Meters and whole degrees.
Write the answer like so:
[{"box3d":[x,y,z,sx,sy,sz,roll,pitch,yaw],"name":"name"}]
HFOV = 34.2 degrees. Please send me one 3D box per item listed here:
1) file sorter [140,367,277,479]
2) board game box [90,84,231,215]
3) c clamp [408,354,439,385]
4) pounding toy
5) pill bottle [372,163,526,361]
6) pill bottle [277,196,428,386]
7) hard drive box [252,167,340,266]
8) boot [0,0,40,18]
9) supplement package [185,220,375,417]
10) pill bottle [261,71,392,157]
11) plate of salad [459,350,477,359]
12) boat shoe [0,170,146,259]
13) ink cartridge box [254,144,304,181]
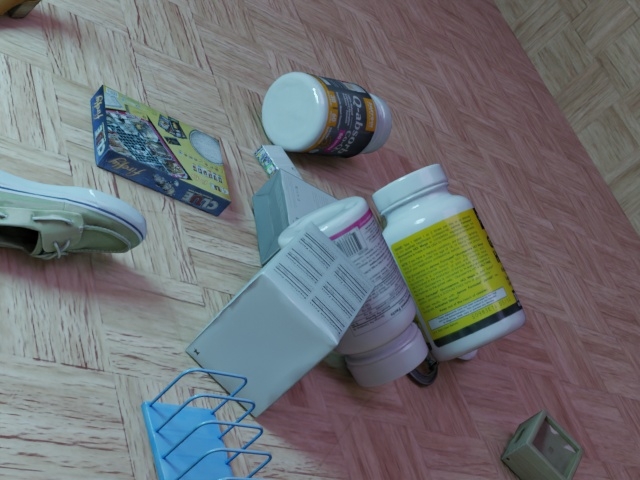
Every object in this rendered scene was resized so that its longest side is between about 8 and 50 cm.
[{"box3d":[-0.138,0.263,1.340,0.118,0.104,0.170,17,39,-43],"name":"file sorter"},{"box3d":[-0.269,-0.150,1.756,0.243,0.042,0.165,24,35,-35],"name":"board game box"},{"box3d":[0.169,0.194,1.924,0.160,0.022,0.137,54,29,16],"name":"c clamp"},{"box3d":[0.416,0.402,1.935,0.130,0.100,0.141,46,39,0],"name":"pounding toy"},{"box3d":[0.227,0.038,1.913,0.188,0.188,0.334,-17,81,-59],"name":"pill bottle"},{"box3d":[0.059,0.086,1.703,0.283,0.160,0.160,64,26,-13],"name":"pill bottle"},{"box3d":[0.000,0.000,1.876,0.232,0.089,0.181,27,34,-31],"name":"hard drive box"},{"box3d":[-0.503,-0.424,1.676,0.073,0.152,0.197,47,28,1],"name":"boot"},{"box3d":[-0.055,0.114,1.545,0.149,0.194,0.203,44,29,-2],"name":"supplement package"},{"box3d":[0.021,-0.254,2.154,0.278,0.162,0.162,0,53,-53],"name":"pill bottle"},{"box3d":[0.245,0.148,2.060,0.200,0.048,0.200,36,38,-33],"name":"plate of salad"},{"box3d":[-0.378,-0.020,1.405,0.302,0.109,0.094,14,57,-32],"name":"boat shoe"},{"box3d":[-0.074,-0.132,2.009,0.063,0.029,0.115,-6,58,-56],"name":"ink cartridge box"}]
